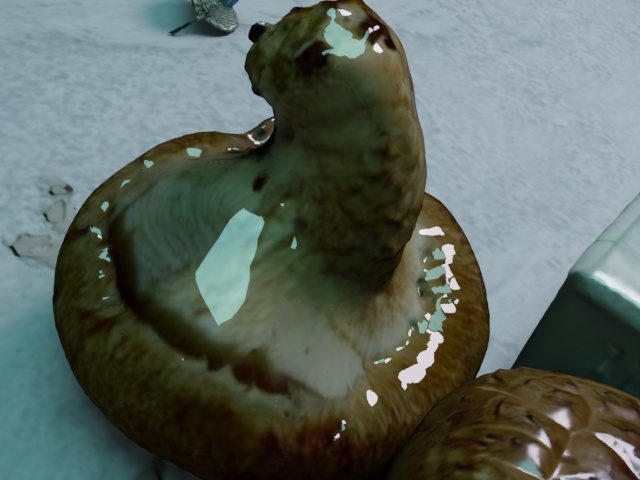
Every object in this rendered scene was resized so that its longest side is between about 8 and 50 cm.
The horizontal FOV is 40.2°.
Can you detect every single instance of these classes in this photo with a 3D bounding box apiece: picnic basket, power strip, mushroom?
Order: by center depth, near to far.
[{"bbox_3d":[0.141,0.181,0.443,0.253,0.153,0.253,17,48,-20],"label":"mushroom"},{"bbox_3d":[-0.020,0.026,0.523,0.267,0.254,0.267,-1,74,3],"label":"mushroom"},{"bbox_3d":[0.253,0.046,0.604,0.139,0.140,0.224,36,49,20],"label":"power strip"},{"bbox_3d":[-0.108,-0.231,0.825,0.083,0.083,0.065,-29,48,19],"label":"picnic basket"}]
